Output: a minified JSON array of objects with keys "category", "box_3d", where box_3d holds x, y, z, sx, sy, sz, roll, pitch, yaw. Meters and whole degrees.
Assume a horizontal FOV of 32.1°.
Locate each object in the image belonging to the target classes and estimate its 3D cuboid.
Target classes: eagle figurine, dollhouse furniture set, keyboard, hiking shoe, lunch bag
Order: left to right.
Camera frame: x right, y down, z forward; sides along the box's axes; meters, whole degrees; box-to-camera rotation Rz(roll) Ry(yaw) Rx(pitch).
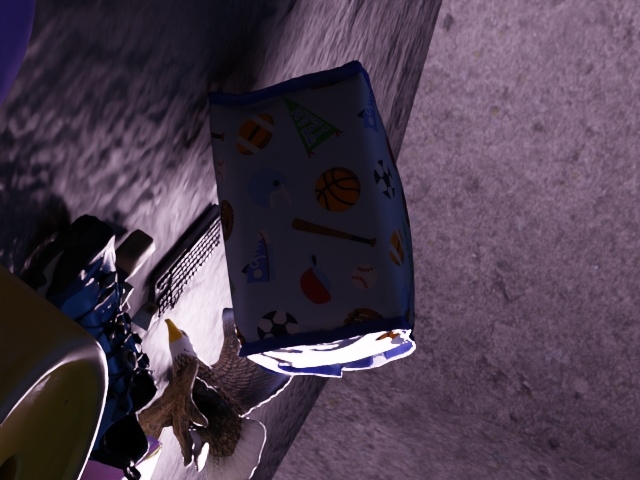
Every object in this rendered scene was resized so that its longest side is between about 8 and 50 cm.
[{"category":"hiking shoe","box_3d":[-0.212,0.105,1.102,0.113,0.132,0.304,-53,162,-46]},{"category":"dollhouse furniture set","box_3d":[-0.208,0.054,1.210,0.081,0.091,0.114,-55,-178,37]},{"category":"keyboard","box_3d":[-0.177,0.039,1.461,0.180,0.023,0.108,-54,164,-47]},{"category":"eagle figurine","box_3d":[-0.150,0.201,1.516,0.298,0.226,0.225,4,89,-74]},{"category":"lunch bag","box_3d":[0.000,0.000,1.414,0.385,0.238,0.328,43,39,-76]}]

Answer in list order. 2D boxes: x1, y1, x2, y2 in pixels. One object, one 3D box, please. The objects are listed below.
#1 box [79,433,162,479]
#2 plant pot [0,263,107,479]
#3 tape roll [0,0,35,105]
[{"category":"box","box_3d":[-0.300,0.335,1.224,0.213,0.117,0.243,-30,142,-73]},{"category":"plant pot","box_3d":[-0.250,0.074,0.556,0.254,0.239,0.254,-62,168,-23]},{"category":"tape roll","box_3d":[-0.217,-0.106,0.443,0.189,0.189,0.080,-65,165,-9]}]
